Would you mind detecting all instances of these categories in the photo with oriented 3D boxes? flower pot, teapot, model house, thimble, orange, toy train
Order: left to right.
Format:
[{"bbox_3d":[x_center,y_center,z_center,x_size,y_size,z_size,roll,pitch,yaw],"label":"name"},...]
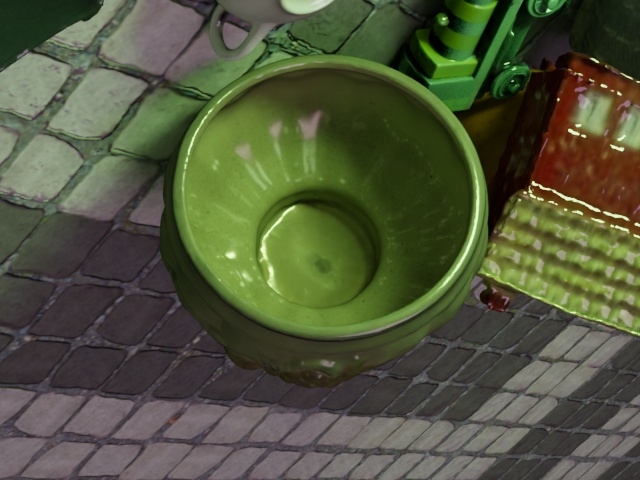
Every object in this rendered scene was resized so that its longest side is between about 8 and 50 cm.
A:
[{"bbox_3d":[-0.030,-0.231,1.075,0.145,0.092,0.226,1,139,-43],"label":"teapot"},{"bbox_3d":[0.000,0.000,1.250,0.307,0.307,0.244,-26,163,-13],"label":"flower pot"},{"bbox_3d":[0.159,-0.212,1.286,0.132,0.083,0.200,-11,142,-28],"label":"toy train"},{"bbox_3d":[0.213,-0.106,1.409,0.159,0.159,0.136,-34,115,0],"label":"orange"},{"bbox_3d":[0.262,-0.031,1.265,0.160,0.196,0.254,-113,-134,-80],"label":"model house"},{"bbox_3d":[0.392,-0.229,1.378,0.236,0.205,0.172,7,133,-8],"label":"thimble"}]

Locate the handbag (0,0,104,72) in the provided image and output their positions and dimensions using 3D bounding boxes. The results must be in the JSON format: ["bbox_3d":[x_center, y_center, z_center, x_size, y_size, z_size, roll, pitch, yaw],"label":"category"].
[{"bbox_3d":[-0.308,-0.184,0.885,0.247,0.079,0.260,-34,149,1],"label":"handbag"}]
